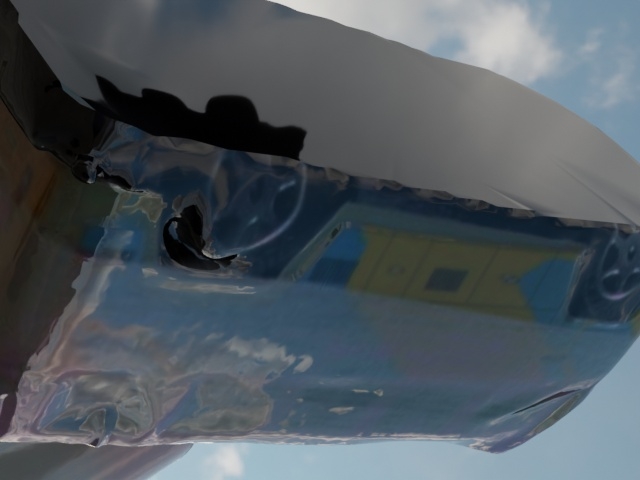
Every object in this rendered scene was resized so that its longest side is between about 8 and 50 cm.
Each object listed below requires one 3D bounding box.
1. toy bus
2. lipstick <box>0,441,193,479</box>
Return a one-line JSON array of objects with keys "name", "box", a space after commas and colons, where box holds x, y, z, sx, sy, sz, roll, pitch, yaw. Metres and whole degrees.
[{"name": "toy bus", "box": [0.000, 0.000, 0.541, 0.162, 0.386, 0.171, -59, -136, 25]}, {"name": "lipstick", "box": [-0.185, 0.131, 0.575, 0.087, 0.327, 0.087, 7, -75, 27]}]
